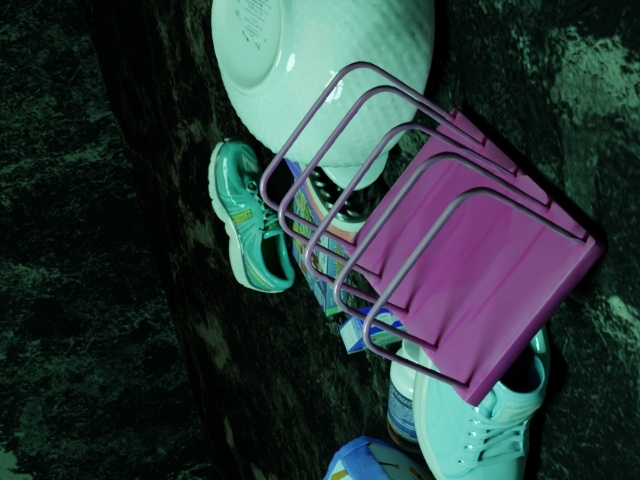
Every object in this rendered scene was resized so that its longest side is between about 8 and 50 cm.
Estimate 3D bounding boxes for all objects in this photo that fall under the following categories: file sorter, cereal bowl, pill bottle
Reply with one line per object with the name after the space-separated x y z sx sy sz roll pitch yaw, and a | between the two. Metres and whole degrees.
0.091 -0.021 1.465 0.202 0.182 0.290 -53 38 12 | file sorter
-0.026 -0.247 1.672 0.339 0.141 0.338 14 106 56 | cereal bowl
0.133 0.183 1.849 0.169 0.094 0.094 90 157 -47 | pill bottle

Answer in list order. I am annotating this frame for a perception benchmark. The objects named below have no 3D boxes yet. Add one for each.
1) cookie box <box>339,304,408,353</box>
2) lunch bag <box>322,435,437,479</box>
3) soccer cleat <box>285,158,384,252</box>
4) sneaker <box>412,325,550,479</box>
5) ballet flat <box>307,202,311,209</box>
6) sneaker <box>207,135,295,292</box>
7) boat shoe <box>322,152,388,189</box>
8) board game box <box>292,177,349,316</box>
0.082 0.111 1.949 0.107 0.092 0.040 124 130 -71 | cookie box
0.147 0.464 1.843 0.328 0.239 0.385 50 162 49 | lunch bag
-0.009 -0.119 2.003 0.116 0.109 0.318 91 154 -57 | soccer cleat
0.182 0.166 1.600 0.150 0.135 0.365 -128 25 -59 | sneaker
-0.005 -0.082 2.090 0.049 0.057 0.173 60 177 -40 | ballet flat
-0.102 -0.044 2.442 0.110 0.107 0.275 6 119 52 | sneaker
0.004 -0.197 1.871 0.102 0.108 0.301 116 134 -73 | boat shoe
0.000 0.000 2.208 0.201 0.035 0.136 93 155 -50 | board game box
